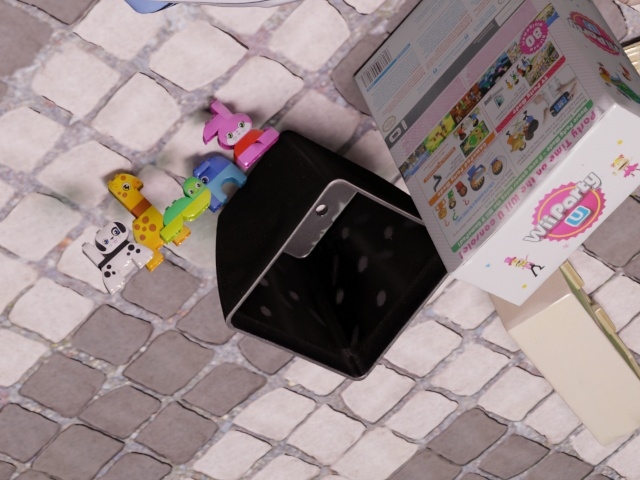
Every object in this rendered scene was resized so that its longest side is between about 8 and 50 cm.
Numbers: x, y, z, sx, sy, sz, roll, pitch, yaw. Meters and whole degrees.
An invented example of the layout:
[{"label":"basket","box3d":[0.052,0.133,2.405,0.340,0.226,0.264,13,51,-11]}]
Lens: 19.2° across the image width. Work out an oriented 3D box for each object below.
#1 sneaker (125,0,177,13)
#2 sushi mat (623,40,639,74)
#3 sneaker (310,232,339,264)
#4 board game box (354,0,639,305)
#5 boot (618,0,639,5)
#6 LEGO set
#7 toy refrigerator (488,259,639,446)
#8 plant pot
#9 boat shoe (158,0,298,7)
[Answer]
[{"label":"sneaker","box3d":[-0.068,-0.261,1.719,0.232,0.081,0.090,-31,129,9]},{"label":"sushi mat","box3d":[0.282,-0.131,2.005,0.316,0.019,0.151,-20,136,-1]},{"label":"sneaker","box3d":[0.036,0.001,2.024,0.109,0.040,0.044,-38,130,16]},{"label":"board game box","box3d":[0.175,-0.125,1.773,0.097,0.303,0.224,24,120,-35]},{"label":"boot","box3d":[0.322,-0.285,1.869,0.087,0.042,0.118,6,130,-32]},{"label":"LEGO set","box3d":[-0.156,-0.049,1.877,0.227,0.093,0.087,-44,173,-14]},{"label":"toy refrigerator","box3d":[0.294,0.117,2.179,0.094,0.102,0.269,-33,133,11]},{"label":"plant pot","box3d":[0.000,0.000,1.912,0.187,0.167,0.188,25,110,-35]},{"label":"boat shoe","box3d":[-0.122,-0.271,1.586,0.367,0.156,0.136,0,90,1]}]
